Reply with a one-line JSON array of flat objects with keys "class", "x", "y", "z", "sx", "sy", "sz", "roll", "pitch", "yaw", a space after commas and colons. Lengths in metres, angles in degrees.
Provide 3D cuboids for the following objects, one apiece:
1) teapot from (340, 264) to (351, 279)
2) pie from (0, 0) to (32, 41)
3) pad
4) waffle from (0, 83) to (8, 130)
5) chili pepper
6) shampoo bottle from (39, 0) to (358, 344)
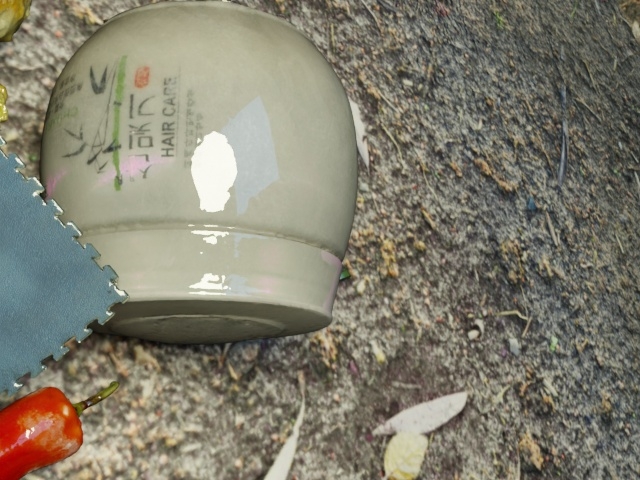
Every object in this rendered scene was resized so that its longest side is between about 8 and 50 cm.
[{"class": "teapot", "x": 0.000, "y": 0.000, "z": 1.046, "sx": 0.043, "sy": 0.043, "sz": 0.110, "roll": -30, "pitch": 95, "yaw": -48}, {"class": "pie", "x": -0.364, "y": -0.267, "z": 0.721, "sx": 0.315, "sy": 0.092, "sz": 0.315, "roll": 33, "pitch": 30, "yaw": -23}, {"class": "pad", "x": -0.313, "y": 0.021, "z": 0.616, "sx": 0.269, "sy": 0.012, "sz": 0.269, "roll": -37, "pitch": 102, "yaw": -6}, {"class": "waffle", "x": -0.336, "y": -0.126, "z": 0.691, "sx": 0.192, "sy": 0.160, "sz": 0.046, "roll": 16, "pitch": 97, "yaw": -16}, {"class": "chili pepper", "x": -0.253, "y": 0.171, "z": 0.683, "sx": 0.272, "sy": 0.071, "sz": 0.063, "roll": -36, "pitch": 93, "yaw": -45}, {"class": "shampoo bottle", "x": -0.103, "y": -0.044, "z": 0.790, "sx": 0.273, "sy": 0.273, "sz": 0.266, "roll": 15, "pitch": 69, "yaw": -40}]
